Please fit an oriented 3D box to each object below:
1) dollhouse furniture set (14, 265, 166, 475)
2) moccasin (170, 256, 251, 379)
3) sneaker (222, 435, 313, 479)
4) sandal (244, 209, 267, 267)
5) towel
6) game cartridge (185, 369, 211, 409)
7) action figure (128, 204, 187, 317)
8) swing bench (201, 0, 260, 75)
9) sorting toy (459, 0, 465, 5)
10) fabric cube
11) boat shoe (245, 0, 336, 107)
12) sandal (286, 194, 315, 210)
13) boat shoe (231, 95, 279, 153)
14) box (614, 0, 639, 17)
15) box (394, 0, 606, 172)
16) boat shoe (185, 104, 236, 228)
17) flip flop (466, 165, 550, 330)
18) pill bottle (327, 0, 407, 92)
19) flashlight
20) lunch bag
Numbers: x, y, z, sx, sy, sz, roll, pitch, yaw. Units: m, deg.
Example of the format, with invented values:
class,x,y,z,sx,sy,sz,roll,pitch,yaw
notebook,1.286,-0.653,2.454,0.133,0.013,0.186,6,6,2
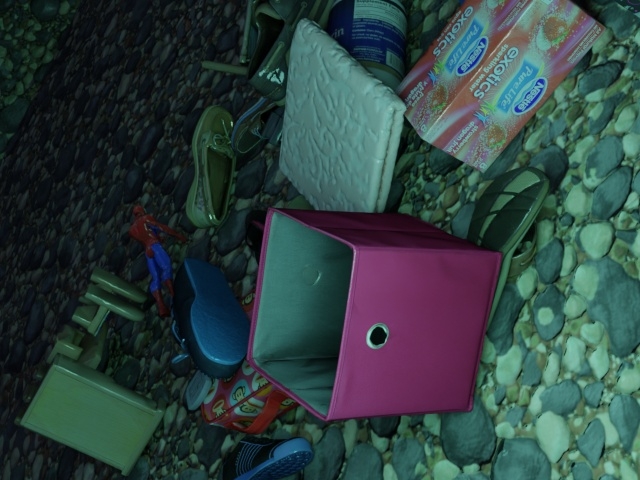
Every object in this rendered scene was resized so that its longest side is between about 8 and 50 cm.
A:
class,x,y,z,sx,sy,sz,roll,pitch,yaw
dollhouse furniture set,-0.496,0.318,2.314,0.362,0.256,0.394,-59,14,10
moccasin,-0.202,0.158,1.839,0.116,0.138,0.342,-62,20,19
sneaker,-0.101,0.378,1.799,0.232,0.081,0.090,-37,51,38
sandal,-0.127,-0.005,2.095,0.067,0.040,0.179,-49,38,25
towel,0.031,-0.181,1.794,0.332,0.053,0.317,49,142,43
game cartridge,-0.226,0.274,1.901,0.083,0.017,0.056,-57,30,31
action figure,-0.352,0.038,2.349,0.091,0.139,0.280,-39,65,30
swing bench,-0.118,-0.476,2.211,0.255,0.165,0.253,21,103,54
sorting toy,0.371,-0.495,1.703,0.347,0.047,0.196,-51,37,22
fabric cube,0.073,0.102,1.514,0.259,0.258,0.254,26,110,56
boat shoe,-0.060,-0.442,2.006,0.132,0.130,0.355,-9,66,53
sandal,0.001,0.000,1.878,0.120,0.086,0.303,-54,36,17
boat shoe,-0.130,-0.256,2.225,0.183,0.066,0.066,-52,38,20
box,0.453,-0.473,1.478,0.142,0.163,0.247,-33,46,44
box,0.276,-0.278,1.614,0.300,0.154,0.142,-51,38,20
boat shoe,-0.229,-0.167,2.289,0.089,0.105,0.285,-5,77,48
flip flop,0.273,0.019,1.518,0.112,0.080,0.277,44,122,55
pill bottle,0.087,-0.375,1.927,0.153,0.153,0.264,-24,51,45
flashlight,-0.022,-0.336,2.109,0.103,0.103,0.304,42,109,50
lunch bag,-0.106,0.224,1.855,0.293,0.120,0.258,-35,43,42
